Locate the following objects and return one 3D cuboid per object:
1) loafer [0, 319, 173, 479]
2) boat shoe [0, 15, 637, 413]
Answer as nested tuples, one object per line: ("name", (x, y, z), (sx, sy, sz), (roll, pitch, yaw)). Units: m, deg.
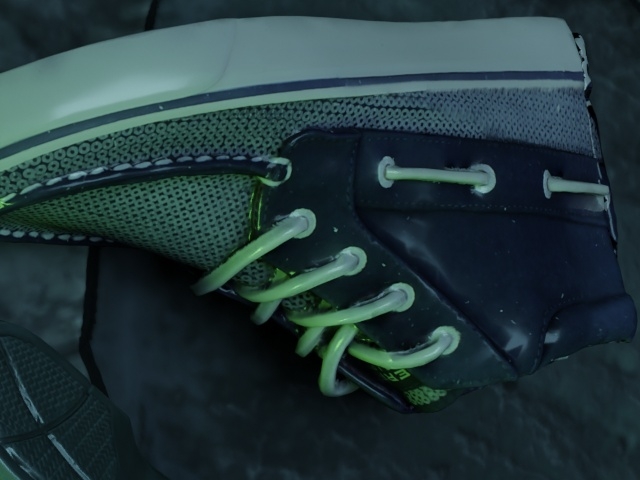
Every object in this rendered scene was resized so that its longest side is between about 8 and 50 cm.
("loafer", (-0.077, 0.143, 0.708), (0.267, 0.084, 0.096), (51, 27, -21))
("boat shoe", (0.000, 0.000, 0.738), (0.340, 0.127, 0.158), (-9, 80, -36))
